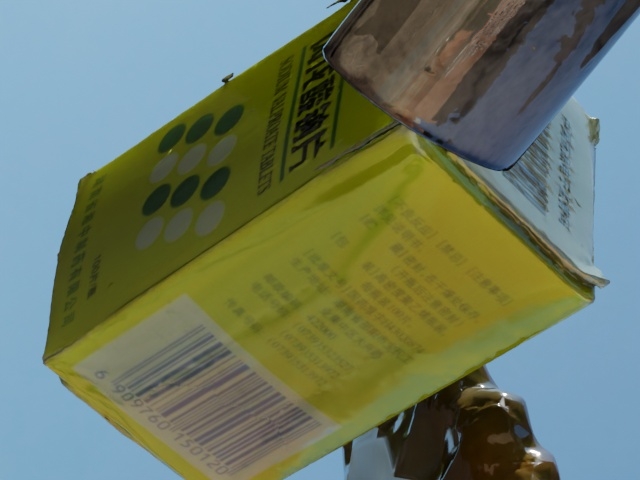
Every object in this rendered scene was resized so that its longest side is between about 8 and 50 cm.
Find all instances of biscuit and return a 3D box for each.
[{"bbox_3d":[0.069,0.205,1.071,0.335,0.078,0.329,-121,-151,-59],"label":"biscuit"}]

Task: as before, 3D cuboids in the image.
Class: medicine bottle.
[{"bbox_3d":[0.000,0.000,0.928,0.250,0.141,0.137,-32,-152,30],"label":"medicine bottle"}]

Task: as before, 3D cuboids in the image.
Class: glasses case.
[{"bbox_3d":[0.126,-0.160,0.685,0.299,0.114,0.060,-51,-125,14],"label":"glasses case"}]
